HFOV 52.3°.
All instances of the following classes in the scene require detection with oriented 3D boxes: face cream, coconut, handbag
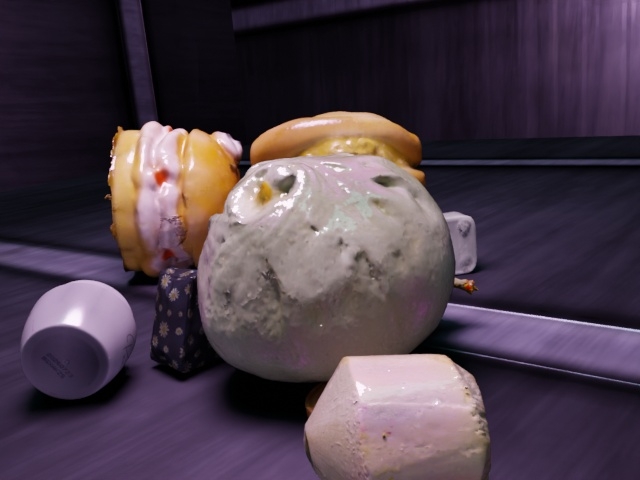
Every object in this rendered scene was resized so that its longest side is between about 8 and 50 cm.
[{"bbox_3d":[-0.264,0.107,0.713,0.117,0.117,0.104,-6,22,-3],"label":"face cream"},{"bbox_3d":[0.049,0.140,0.460,0.122,0.116,0.116,-2,13,-3],"label":"coconut"},{"bbox_3d":[-0.129,0.093,0.781,0.072,0.115,0.139,6,1,41],"label":"handbag"}]

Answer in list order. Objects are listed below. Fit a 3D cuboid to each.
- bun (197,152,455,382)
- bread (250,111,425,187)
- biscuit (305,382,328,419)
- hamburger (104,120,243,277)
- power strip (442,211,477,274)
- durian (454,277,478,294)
[{"bbox_3d":[0.000,0.000,0.666,0.283,0.179,0.283,-5,46,5],"label":"bun"},{"bbox_3d":[0.039,-0.089,1.125,0.315,0.270,0.211,-2,27,-10],"label":"bread"},{"bbox_3d":[0.054,0.152,0.599,0.139,0.023,0.118,-3,13,8],"label":"biscuit"},{"bbox_3d":[-0.234,-0.071,1.141,0.236,0.277,0.276,0,13,-4],"label":"hamburger"},{"bbox_3d":[0.044,0.024,0.987,0.384,0.091,0.062,-7,12,-7],"label":"power strip"},{"bbox_3d":[0.085,0.057,0.797,0.208,0.103,0.147,-2,42,2],"label":"durian"}]
